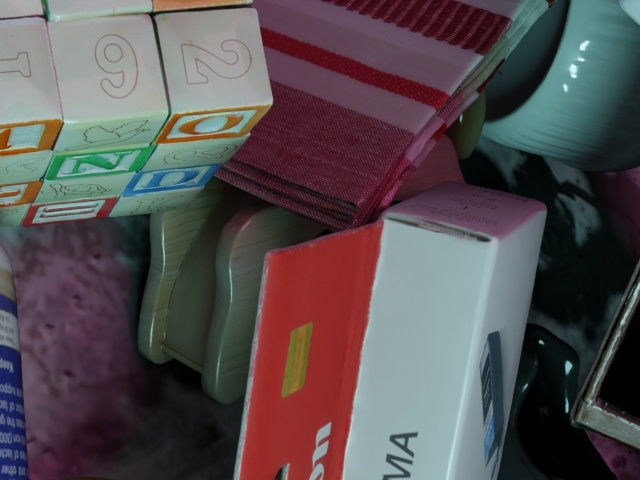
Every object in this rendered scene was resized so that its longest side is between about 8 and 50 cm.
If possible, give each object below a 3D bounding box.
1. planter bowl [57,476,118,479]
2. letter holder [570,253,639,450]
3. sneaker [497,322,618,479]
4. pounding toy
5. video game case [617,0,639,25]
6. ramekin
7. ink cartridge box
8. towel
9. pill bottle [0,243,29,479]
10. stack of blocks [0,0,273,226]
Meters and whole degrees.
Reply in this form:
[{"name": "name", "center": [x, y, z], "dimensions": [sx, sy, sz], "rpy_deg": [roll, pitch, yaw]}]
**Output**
[{"name": "planter bowl", "center": [-0.090, 0.220, 0.727], "dimensions": [0.217, 0.090, 0.217], "rpy_deg": [14, 67, -36]}, {"name": "letter holder", "center": [0.284, -0.009, 0.901], "dimensions": [0.152, 0.214, 0.302], "rpy_deg": [22, 24, 12]}, {"name": "sneaker", "center": [0.126, 0.190, 0.889], "dimensions": [0.107, 0.124, 0.283], "rpy_deg": [-6, 80, -40]}, {"name": "pounding toy", "center": [0.000, 0.000, 0.888], "dimensions": [0.269, 0.155, 0.154], "rpy_deg": [-26, 121, -32]}, {"name": "video game case", "center": [0.273, -0.136, 0.859], "dimensions": [0.329, 0.036, 0.300], "rpy_deg": [35, 35, -27]}, {"name": "ramekin", "center": [0.163, -0.152, 0.986], "dimensions": [0.109, 0.207, 0.207], "rpy_deg": [4, 73, -29]}, {"name": "ink cartridge box", "center": [0.030, 0.133, 0.715], "dimensions": [0.261, 0.066, 0.296], "rpy_deg": [-23, 123, -68]}, {"name": "towel", "center": [0.009, -0.149, 0.850], "dimensions": [0.329, 0.237, 0.037], "rpy_deg": [-50, 150, -32]}, {"name": "pill bottle", "center": [-0.198, 0.133, 0.625], "dimensions": [0.153, 0.153, 0.265], "rpy_deg": [3, 73, -39]}, {"name": "stack of blocks", "center": [-0.188, -0.058, 0.623], "dimensions": [0.297, 0.171, 0.087], "rpy_deg": [-8, 79, -19]}]
